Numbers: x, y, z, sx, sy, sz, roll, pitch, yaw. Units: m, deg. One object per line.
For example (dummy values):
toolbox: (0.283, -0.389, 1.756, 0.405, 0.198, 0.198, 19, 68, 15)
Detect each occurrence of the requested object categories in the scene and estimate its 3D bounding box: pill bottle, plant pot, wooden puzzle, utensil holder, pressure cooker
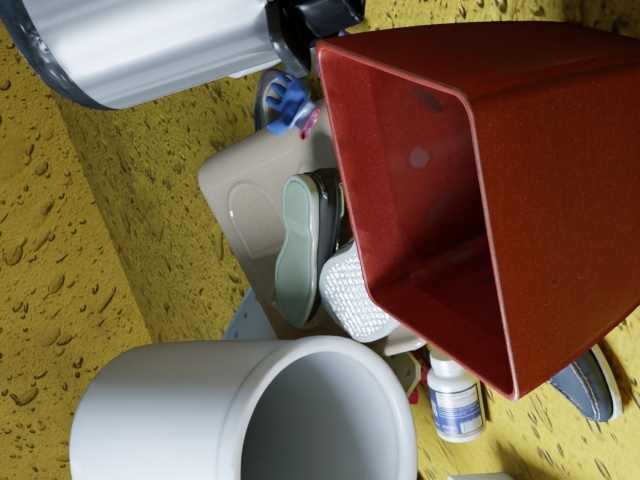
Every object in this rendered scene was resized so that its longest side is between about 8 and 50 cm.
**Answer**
pill bottle: (0.174, 0.194, 1.656, 0.067, 0.067, 0.120, 35, 142, 59)
plant pot: (0.177, -0.062, 1.121, 0.267, 0.235, 0.267, 33, 140, 59)
wooden puzzle: (0.000, 0.000, 1.780, 0.322, 0.080, 0.348, -20, 94, 50)
utensil holder: (-0.116, 0.295, 1.762, 0.385, 0.327, 0.328, -5, 106, 46)
pressure cooker: (-0.124, -0.366, 1.398, 0.375, 0.420, 0.370, -71, -36, -64)

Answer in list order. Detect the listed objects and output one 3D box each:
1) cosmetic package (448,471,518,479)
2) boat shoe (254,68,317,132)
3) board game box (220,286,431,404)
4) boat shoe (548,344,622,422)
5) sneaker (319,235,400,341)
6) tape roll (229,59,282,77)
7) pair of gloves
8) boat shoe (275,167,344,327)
cosmetic package: (0.264, 0.465, 1.513, 0.377, 0.097, 0.284, -162, 76, -66)
boat shoe: (-0.043, -0.121, 1.894, 0.092, 0.103, 0.285, -122, 19, -55)
board game box: (-0.025, 0.224, 1.967, 0.390, 0.050, 0.390, 52, 121, 42)
boat shoe: (0.229, 0.101, 1.388, 0.254, 0.079, 0.095, 58, 158, 31)
sneaker: (0.099, 0.013, 1.566, 0.126, 0.127, 0.321, 47, 149, 11)
tape roll: (-0.120, -0.378, 1.825, 0.286, 0.100, 0.286, 53, 155, 38)
pair of gloves: (-0.012, -0.216, 1.666, 0.198, 0.023, 0.159, -61, 30, 17)
boat shoe: (-0.009, 0.012, 1.678, 0.081, 0.068, 0.228, 36, 132, 39)
